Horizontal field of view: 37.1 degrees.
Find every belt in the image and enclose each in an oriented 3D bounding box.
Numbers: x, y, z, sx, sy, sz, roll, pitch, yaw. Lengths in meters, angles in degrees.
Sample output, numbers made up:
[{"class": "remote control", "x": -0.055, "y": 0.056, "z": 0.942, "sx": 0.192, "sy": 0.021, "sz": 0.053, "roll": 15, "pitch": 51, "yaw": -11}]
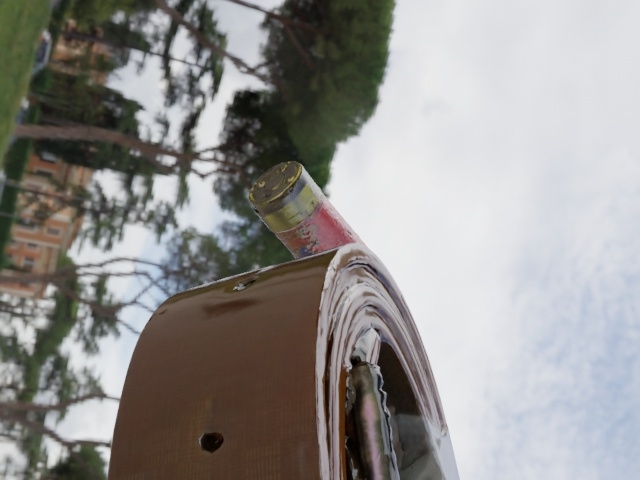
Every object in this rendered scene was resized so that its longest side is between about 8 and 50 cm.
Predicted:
[{"class": "belt", "x": -0.001, "y": 0.135, "z": 0.375, "sx": 0.105, "sy": 0.184, "sz": 0.261, "roll": -17, "pitch": -110, "yaw": 18}]

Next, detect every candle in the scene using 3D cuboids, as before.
[{"class": "candle", "x": 0.000, "y": 0.000, "z": 0.737, "sx": 0.052, "sy": 0.131, "sz": 0.052, "roll": -27, "pitch": -147, "yaw": 19}]
